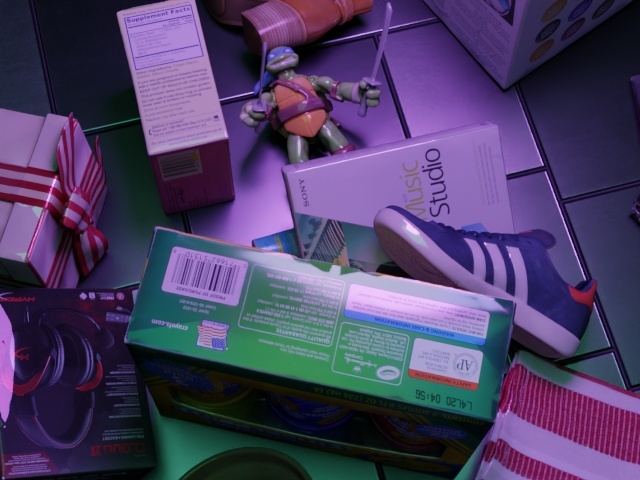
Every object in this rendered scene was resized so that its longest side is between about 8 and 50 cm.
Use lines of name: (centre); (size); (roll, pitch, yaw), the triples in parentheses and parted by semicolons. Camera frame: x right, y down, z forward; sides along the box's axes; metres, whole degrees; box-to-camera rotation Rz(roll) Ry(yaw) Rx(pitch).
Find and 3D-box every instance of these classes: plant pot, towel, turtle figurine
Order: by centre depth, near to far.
plant pot: (-0.099, 0.402, 1.517); (0.237, 0.110, 0.237); (-12, 44, 12)
towel: (0.339, 0.316, 1.568); (0.237, 0.037, 0.329); (21, 53, 6)
turtle figurine: (-0.008, -0.176, 1.699); (0.197, 0.274, 0.266); (-22, 93, -42)

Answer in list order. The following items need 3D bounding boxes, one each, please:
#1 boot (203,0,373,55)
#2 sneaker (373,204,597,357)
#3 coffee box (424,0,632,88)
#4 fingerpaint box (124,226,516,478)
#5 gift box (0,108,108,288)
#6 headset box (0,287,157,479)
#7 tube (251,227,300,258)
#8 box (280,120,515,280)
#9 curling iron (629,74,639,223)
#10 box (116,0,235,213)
boot: (-0.068, -0.426, 1.868); (0.220, 0.109, 0.283); (-25, 51, -22)
sneaker: (0.242, 0.024, 1.628); (0.350, 0.131, 0.148); (33, 78, -12)
coffee box: (0.328, -0.516, 1.782); (0.337, 0.334, 0.338); (-35, 71, -12)
fingerpaint box: (-0.003, 0.164, 1.493); (0.444, 0.371, 0.163); (12, 69, 3)
gift box: (-0.442, -0.065, 1.640); (0.258, 0.255, 0.277); (13, 73, 6)
headset box: (-0.355, 0.219, 1.561); (0.218, 0.110, 0.293); (3, 65, -32)
tube: (0.000, 0.000, 1.734); (0.207, 0.052, 0.080); (-15, 81, -13)
box: (0.121, -0.028, 1.676); (0.321, 0.058, 0.232); (-13, 105, -5)
curling iron: (0.515, -0.141, 1.799); (0.068, 0.035, 0.274); (1, 69, -1)
box: (-0.214, -0.199, 1.714); (0.117, 0.213, 0.243); (-12, 70, -6)
